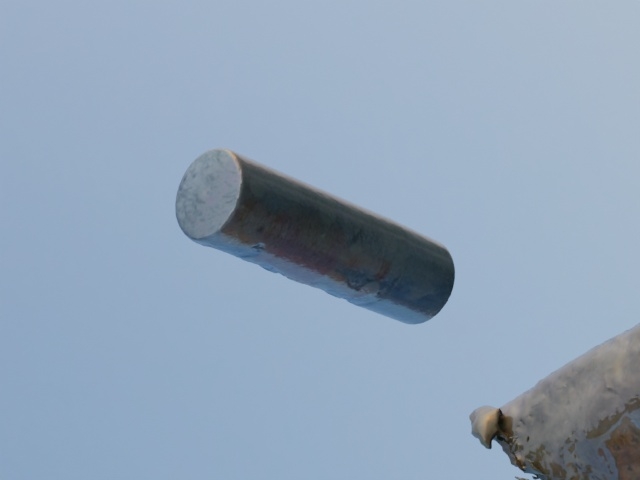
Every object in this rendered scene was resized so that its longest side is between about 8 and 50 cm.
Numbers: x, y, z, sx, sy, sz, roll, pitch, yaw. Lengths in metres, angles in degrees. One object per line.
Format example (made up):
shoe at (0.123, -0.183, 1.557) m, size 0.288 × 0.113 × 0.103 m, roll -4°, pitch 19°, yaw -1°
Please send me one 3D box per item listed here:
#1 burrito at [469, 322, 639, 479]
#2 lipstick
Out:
burrito at (0.268, 0.085, 1.040) m, size 0.175 × 0.348 × 0.107 m, roll 51°, pitch -152°, yaw -4°
lipstick at (0.000, 0.000, 0.872) m, size 0.158 × 0.048 × 0.048 m, roll 22°, pitch -124°, yaw -44°
